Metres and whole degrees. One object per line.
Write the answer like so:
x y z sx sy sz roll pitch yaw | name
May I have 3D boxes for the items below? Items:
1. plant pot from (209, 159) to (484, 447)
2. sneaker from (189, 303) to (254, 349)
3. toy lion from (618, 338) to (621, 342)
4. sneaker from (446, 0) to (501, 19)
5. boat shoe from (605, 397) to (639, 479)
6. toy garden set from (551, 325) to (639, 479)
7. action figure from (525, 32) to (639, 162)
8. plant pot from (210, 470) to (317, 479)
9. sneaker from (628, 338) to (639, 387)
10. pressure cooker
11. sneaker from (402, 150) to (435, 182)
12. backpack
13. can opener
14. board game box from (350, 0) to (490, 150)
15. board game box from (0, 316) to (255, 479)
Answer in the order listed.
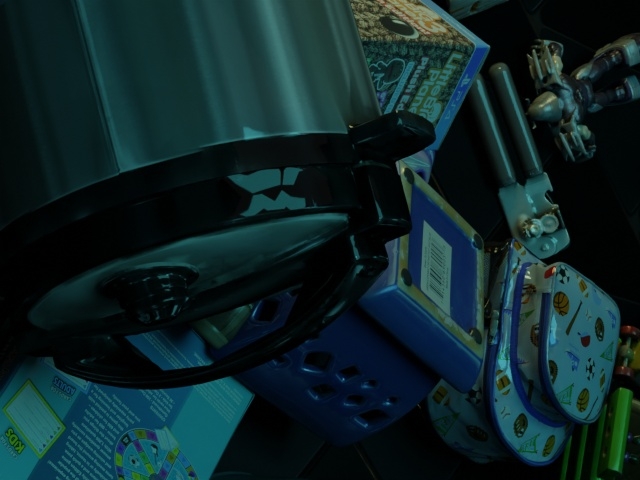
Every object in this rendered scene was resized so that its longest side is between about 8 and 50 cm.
0.043 0.053 1.629 0.236 0.212 0.236 42 40 -38 | plant pot
-0.120 0.043 1.546 0.071 0.188 0.066 -42 130 -3 | sneaker
0.395 0.134 2.189 0.100 0.034 0.096 1 73 -47 | toy lion
0.224 -0.357 2.083 0.215 0.084 0.083 -32 103 -56 | sneaker
0.493 0.339 2.202 0.342 0.123 0.123 49 20 -21 | boat shoe
0.368 0.241 1.989 0.049 0.244 0.204 16 65 -4 | toy garden set
0.375 -0.211 2.200 0.285 0.099 0.185 -25 107 -43 | action figure
-0.004 0.362 1.543 0.271 0.255 0.272 14 71 -45 | plant pot
0.553 0.138 2.300 0.286 0.130 0.109 -29 95 -23 | sneaker
-0.131 -0.085 1.320 0.375 0.370 0.420 -10 76 -25 | pressure cooker
0.061 -0.107 1.846 0.236 0.095 0.105 2 97 -44 | sneaker
0.244 0.149 1.905 0.276 0.213 0.263 29 72 -43 | backpack
0.264 -0.104 2.085 0.093 0.074 0.280 -76 145 -75 | can opener
-0.006 -0.215 1.668 0.291 0.232 0.141 -6 131 -48 | board game box
-0.230 0.202 1.466 0.254 0.079 0.336 50 50 -28 | board game box
